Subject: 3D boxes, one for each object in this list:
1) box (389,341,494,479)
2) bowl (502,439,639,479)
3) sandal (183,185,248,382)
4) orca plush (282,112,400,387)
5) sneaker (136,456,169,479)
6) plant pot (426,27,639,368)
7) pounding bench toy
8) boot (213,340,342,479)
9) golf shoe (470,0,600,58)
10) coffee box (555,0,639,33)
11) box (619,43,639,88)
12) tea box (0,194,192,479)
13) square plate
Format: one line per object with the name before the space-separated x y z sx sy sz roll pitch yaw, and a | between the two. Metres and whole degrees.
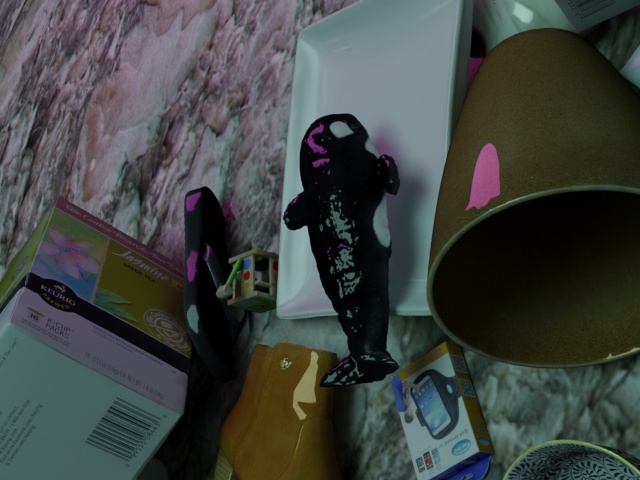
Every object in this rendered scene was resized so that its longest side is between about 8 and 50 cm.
box | 0.119 0.177 1.168 0.081 0.028 0.136 -38 50 32
bowl | 0.234 0.233 0.967 0.170 0.080 0.170 11 107 39
sandal | -0.125 0.045 1.437 0.054 0.097 0.254 -14 64 15
orca plush | 0.000 0.000 1.172 0.151 0.102 0.287 -18 67 60
sneaker | -0.289 0.393 1.474 0.169 0.108 0.292 11 86 45
plant pot | 0.203 -0.057 1.036 0.237 0.237 0.254 -36 38 34
pounding bench toy | -0.084 0.041 1.392 0.052 0.083 0.065 -21 63 42
boot | -0.014 0.219 1.240 0.295 0.104 0.211 15 88 53
golf shoe | 0.159 -0.277 1.223 0.140 0.115 0.306 -52 44 26
coffee box | 0.315 -0.326 1.001 0.297 0.119 0.168 -24 53 23
box | 0.378 -0.146 0.987 0.159 0.044 0.233 -56 44 17
tea box | -0.324 0.181 1.419 0.329 0.220 0.323 -52 19 21
square plate | 0.057 -0.090 1.251 0.344 0.049 0.347 -9 75 62
